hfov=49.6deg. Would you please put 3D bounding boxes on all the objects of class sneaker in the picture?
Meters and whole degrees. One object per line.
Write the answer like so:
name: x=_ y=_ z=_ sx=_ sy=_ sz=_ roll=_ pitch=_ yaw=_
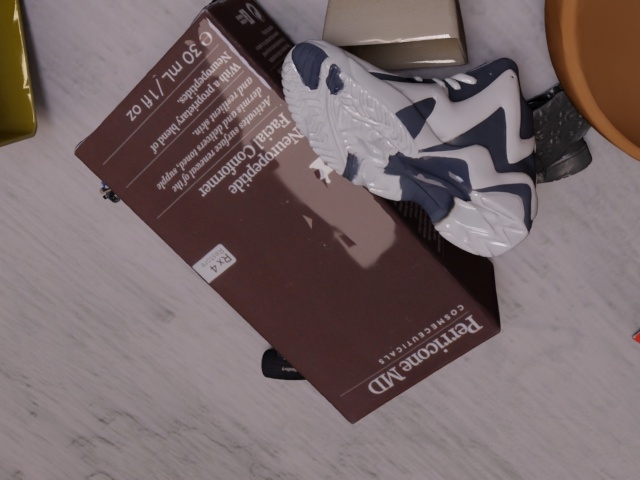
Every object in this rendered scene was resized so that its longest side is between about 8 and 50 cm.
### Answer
sneaker: x=0.089 y=-0.109 z=0.568 sx=0.235 sy=0.153 sz=0.094 roll=31 pitch=145 yaw=-6
sneaker: x=0.185 y=-0.093 z=0.649 sx=0.170 sy=0.051 sz=0.089 roll=-20 pitch=112 yaw=21

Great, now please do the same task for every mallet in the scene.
mallet: x=-0.044 y=0.094 z=0.823 sx=0.062 sy=0.039 sz=0.189 roll=6 pitch=125 yaw=13

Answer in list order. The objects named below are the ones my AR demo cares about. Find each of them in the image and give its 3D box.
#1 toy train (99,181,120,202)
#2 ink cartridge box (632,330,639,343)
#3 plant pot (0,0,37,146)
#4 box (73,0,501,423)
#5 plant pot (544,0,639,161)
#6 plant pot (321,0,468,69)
toy train: x=-0.189 y=-0.082 z=0.774 sx=0.158 sy=0.027 sz=0.036 roll=-21 pitch=108 yaw=25
ink cartridge box: x=0.496 y=0.102 z=0.668 sx=0.275 sy=0.060 sz=0.239 roll=31 pitch=122 yaw=-3
plant pot: x=-0.413 y=-0.184 z=0.635 sx=0.187 sy=0.212 sz=0.212 roll=1 pitch=108 yaw=8
box: x=-0.020 y=-0.024 z=0.670 sx=0.191 sy=0.143 sz=0.381 roll=-39 pitch=105 yaw=24
plant pot: x=0.313 y=-0.155 z=0.462 sx=0.291 sy=0.203 sz=0.290 roll=4 pitch=117 yaw=8
plant pot: x=0.066 y=-0.202 z=0.581 sx=0.109 sy=0.109 sz=0.096 roll=1 pitch=93 yaw=16
